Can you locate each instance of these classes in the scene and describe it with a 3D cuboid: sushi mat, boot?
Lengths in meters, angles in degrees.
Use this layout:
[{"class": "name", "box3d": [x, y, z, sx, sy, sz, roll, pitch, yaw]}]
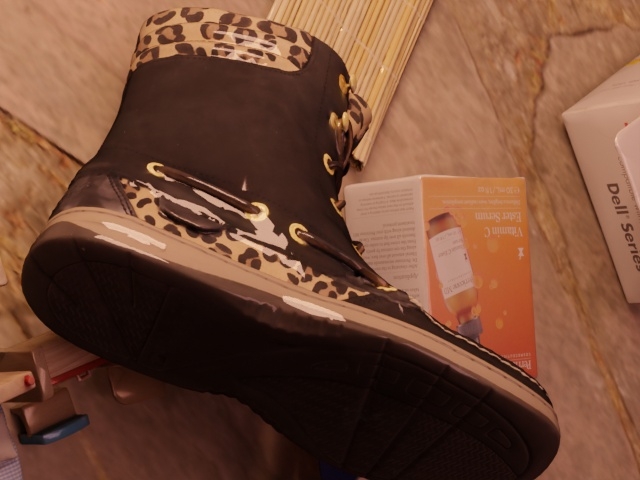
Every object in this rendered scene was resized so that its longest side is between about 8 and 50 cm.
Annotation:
[{"class": "sushi mat", "box3d": [0.044, -0.229, 1.622, 0.151, 0.019, 0.317, 40, 61, -33]}, {"class": "boot", "box3d": [0.000, 0.000, 1.356, 0.377, 0.138, 0.284, 21, 42, -9]}]

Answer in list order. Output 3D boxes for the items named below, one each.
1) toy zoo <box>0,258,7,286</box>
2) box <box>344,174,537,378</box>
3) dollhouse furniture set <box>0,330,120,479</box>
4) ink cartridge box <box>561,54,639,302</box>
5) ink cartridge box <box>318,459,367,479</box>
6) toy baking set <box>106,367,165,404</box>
[{"class": "toy zoo", "box3d": [-0.306, -0.040, 1.175, 0.293, 0.030, 0.192, -15, 88, -65]}, {"class": "box", "box3d": [0.100, 0.035, 1.598, 0.130, 0.091, 0.171, -2, 87, -44]}, {"class": "dollhouse furniture set", "box3d": [-0.186, 0.137, 1.291, 0.183, 0.129, 0.129, -23, 102, -42]}, {"class": "ink cartridge box", "box3d": [0.355, -0.077, 1.831, 0.353, 0.119, 0.207, -35, 110, -41]}, {"class": "ink cartridge box", "box3d": [0.075, 0.217, 1.510, 0.371, 0.069, 0.176, 56, 11, -27]}, {"class": "toy baking set", "box3d": [-0.088, 0.021, 1.464, 0.196, 0.030, 0.256, 26, 62, -34]}]
